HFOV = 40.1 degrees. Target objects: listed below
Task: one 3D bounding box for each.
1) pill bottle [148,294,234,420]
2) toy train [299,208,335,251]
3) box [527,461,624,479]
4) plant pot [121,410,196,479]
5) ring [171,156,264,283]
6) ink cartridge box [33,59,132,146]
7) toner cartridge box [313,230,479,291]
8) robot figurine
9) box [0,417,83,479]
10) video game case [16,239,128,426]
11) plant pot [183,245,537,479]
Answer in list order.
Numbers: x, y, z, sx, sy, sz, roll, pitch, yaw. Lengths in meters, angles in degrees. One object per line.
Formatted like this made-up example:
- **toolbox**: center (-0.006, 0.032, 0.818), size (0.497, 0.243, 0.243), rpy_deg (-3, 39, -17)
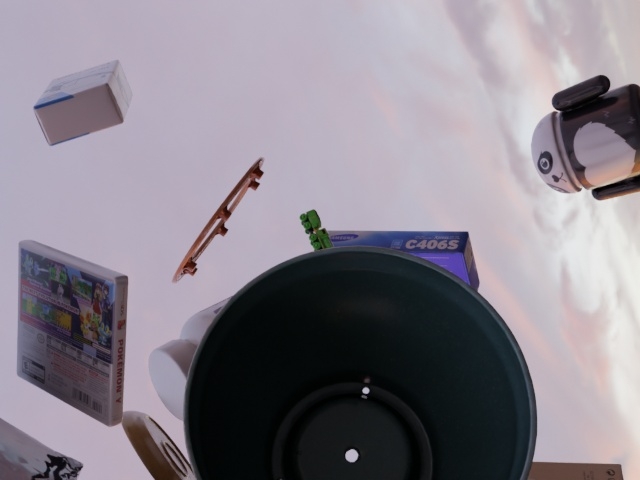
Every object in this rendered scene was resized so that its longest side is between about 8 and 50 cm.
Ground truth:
- **pill bottle**: center (-0.121, 0.171, 1.429), size (0.302, 0.169, 0.169), rpy_deg (-26, -75, -36)
- **toy train**: center (0.000, 0.000, 0.982), size (0.017, 0.024, 0.083), rpy_deg (75, 171, -59)
- **box**: center (0.323, 0.442, 1.404), size (0.121, 0.311, 0.148), rpy_deg (-77, -17, -50)
- **plant pot**: center (-0.256, 0.377, 1.487), size (0.236, 0.032, 0.236), rpy_deg (52, 173, 9)
- **ring**: center (-0.213, -0.039, 1.907), size (0.032, 0.336, 0.336), rpy_deg (35, -145, -2)
- **ink cartridge box**: center (-0.425, -0.252, 1.589), size (0.190, 0.140, 0.082), rpy_deg (-105, -3, -64)
- **toner cartridge box**: center (0.174, 0.060, 1.992), size (0.075, 0.348, 0.165), rpy_deg (-65, -33, -43)
- **robot figurine**: center (0.537, -0.189, 1.652), size (0.174, 0.278, 0.209), rpy_deg (4, -109, -59)
- **box**: center (-0.617, 0.373, 0.999), size (0.472, 0.480, 0.297), rpy_deg (34, -179, -9)
- **video game case**: center (-0.305, 0.108, 1.066), size (0.023, 0.201, 0.183), rpy_deg (-10, -70, -49)
- **plant pot**: center (0.032, 0.178, 0.811), size (0.196, 0.293, 0.293), rpy_deg (91, -177, -62)
